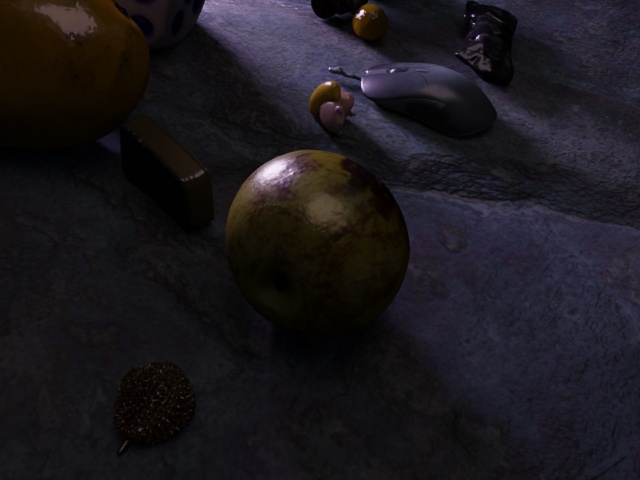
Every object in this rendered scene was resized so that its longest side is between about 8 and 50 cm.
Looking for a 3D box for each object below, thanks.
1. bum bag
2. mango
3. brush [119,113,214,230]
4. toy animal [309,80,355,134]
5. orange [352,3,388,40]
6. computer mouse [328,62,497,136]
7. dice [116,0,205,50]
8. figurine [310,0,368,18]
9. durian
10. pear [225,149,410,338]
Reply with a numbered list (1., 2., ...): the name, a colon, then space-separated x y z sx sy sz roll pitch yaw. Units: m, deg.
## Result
1. bum bag: 0.406 -0.492 1.724 0.144 0.095 0.340 27 46 -7
2. mango: -0.518 -0.297 1.213 0.445 0.300 0.232 -9 7 -1
3. brush: -0.258 -0.112 1.185 0.059 0.123 0.197 -34 60 -32
4. toy animal: 0.037 -0.274 1.438 0.082 0.091 0.114 -4 44 -35
5. orange: 0.118 -0.519 1.693 0.085 0.085 0.095 0 49 -12
6. computer mouse: 0.199 -0.332 1.527 0.379 0.090 0.167 17 44 7
7. dice: -0.390 -0.566 1.520 0.259 0.243 0.251 20 45 3
8. figurine: 0.108 -0.685 1.802 0.281 0.167 0.370 -2 42 42
9. durian: -0.222 0.208 0.921 0.110 0.071 0.140 22 51 10
10. pear: 0.000 0.000 1.038 0.283 0.284 0.284 6 45 -6
